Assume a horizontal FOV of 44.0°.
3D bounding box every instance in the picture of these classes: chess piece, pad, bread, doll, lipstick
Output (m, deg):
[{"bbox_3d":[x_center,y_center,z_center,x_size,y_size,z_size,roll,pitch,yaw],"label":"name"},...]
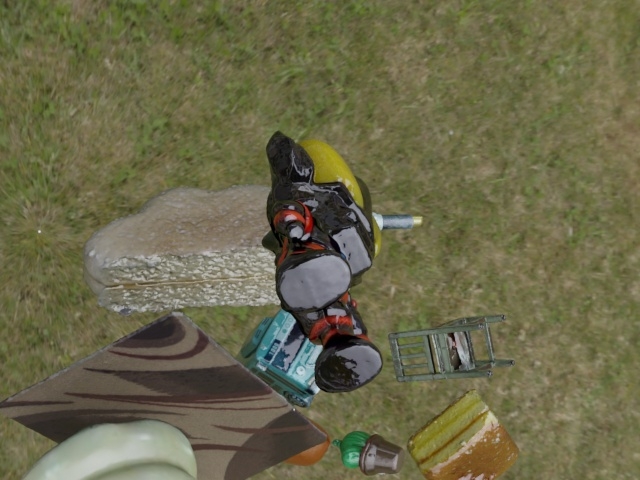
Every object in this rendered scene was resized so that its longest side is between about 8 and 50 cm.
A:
[{"bbox_3d":[-0.128,0.324,0.630,0.183,0.330,0.182,-20,138,-19],"label":"chess piece"},{"bbox_3d":[-0.153,0.202,0.863,0.220,0.004,0.330,-28,137,11],"label":"pad"},{"bbox_3d":[-0.123,0.003,0.996,0.338,0.183,0.101,-3,122,-14],"label":"bread"},{"bbox_3d":[0.003,0.001,0.544,0.088,0.248,0.126,2,110,-4],"label":"doll"},{"bbox_3d":[0.122,-0.031,1.341,0.116,0.037,0.037,-1,91,-14],"label":"lipstick"},{"bbox_3d":[0.287,0.417,1.558,0.184,0.110,0.234,-39,139,2],"label":"bread"}]

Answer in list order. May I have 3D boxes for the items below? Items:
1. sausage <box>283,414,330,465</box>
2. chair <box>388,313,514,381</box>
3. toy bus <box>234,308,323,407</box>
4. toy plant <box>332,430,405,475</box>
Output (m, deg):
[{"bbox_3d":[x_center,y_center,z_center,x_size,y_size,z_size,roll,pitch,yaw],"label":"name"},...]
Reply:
[{"bbox_3d":[-0.108,0.286,1.225,0.300,0.089,0.083,26,78,-33],"label":"sausage"},{"bbox_3d":[0.330,0.273,2.000,0.147,0.271,0.136,-11,88,-51],"label":"chair"},{"bbox_3d":[-0.070,0.212,1.363,0.147,0.256,0.128,33,60,-5],"label":"toy bus"},{"bbox_3d":[0.113,0.552,2.051,0.143,0.201,0.105,-20,111,-63],"label":"toy plant"}]
